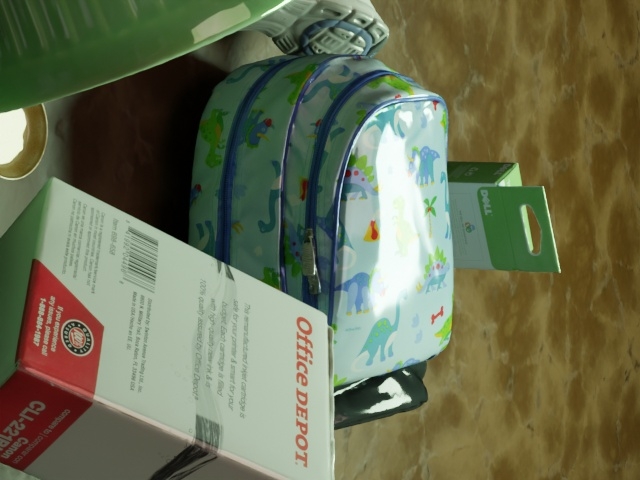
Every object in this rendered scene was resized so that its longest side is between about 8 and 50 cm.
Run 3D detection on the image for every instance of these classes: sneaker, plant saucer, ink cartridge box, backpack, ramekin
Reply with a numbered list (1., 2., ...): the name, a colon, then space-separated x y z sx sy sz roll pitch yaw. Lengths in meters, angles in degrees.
1. sneaker: -0.063 -0.260 1.478 0.297 0.111 0.129 26 39 -44
2. plant saucer: -0.253 -0.090 1.254 0.083 0.015 0.083 -4 95 -58
3. ink cartridge box: -0.129 0.104 1.211 0.273 0.114 0.197 27 39 -25
4. ink cartridge box: 0.174 -0.028 1.737 0.062 0.209 0.109 -41 125 -48
5. backpack: 0.000 0.000 1.471 0.290 0.273 0.356 -6 84 -50
6. ramekin: -0.163 -0.215 1.141 0.303 0.303 0.148 -40 116 -49
